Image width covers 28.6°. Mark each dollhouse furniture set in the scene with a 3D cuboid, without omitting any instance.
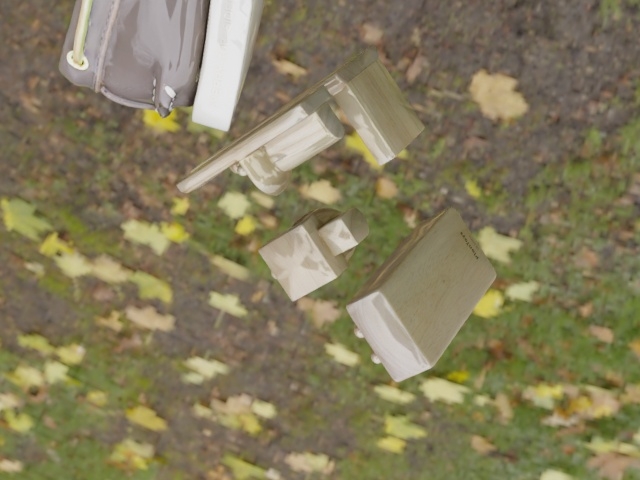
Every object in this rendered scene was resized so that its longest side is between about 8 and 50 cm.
[{"bbox_3d":[0.000,0.000,0.723,0.123,0.144,0.151,-29,99,34],"label":"dollhouse furniture set"}]

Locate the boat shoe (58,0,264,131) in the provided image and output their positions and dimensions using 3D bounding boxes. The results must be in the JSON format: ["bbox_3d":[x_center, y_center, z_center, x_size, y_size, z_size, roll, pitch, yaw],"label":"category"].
[{"bbox_3d":[-0.058,-0.207,0.578,0.097,0.116,0.324,12,121,-1],"label":"boat shoe"}]
